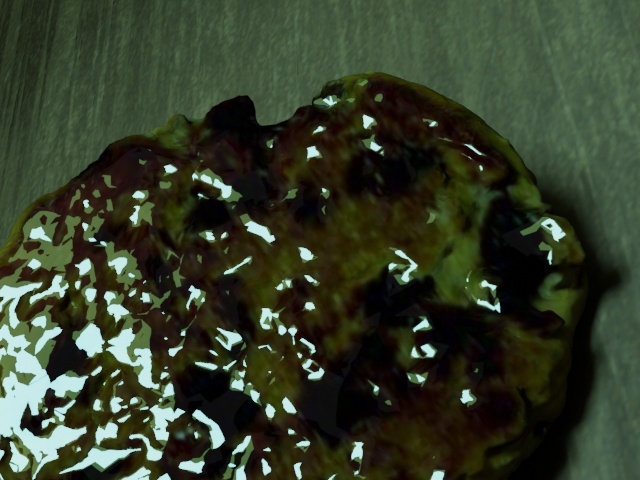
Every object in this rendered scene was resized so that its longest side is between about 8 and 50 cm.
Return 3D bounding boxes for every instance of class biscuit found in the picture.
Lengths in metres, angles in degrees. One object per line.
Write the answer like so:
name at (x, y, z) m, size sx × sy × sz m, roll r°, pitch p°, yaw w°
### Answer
biscuit at (-0.033, 0.061, 0.836) m, size 0.334 × 0.081 × 0.289 m, roll -40°, pitch 59°, yaw -12°
